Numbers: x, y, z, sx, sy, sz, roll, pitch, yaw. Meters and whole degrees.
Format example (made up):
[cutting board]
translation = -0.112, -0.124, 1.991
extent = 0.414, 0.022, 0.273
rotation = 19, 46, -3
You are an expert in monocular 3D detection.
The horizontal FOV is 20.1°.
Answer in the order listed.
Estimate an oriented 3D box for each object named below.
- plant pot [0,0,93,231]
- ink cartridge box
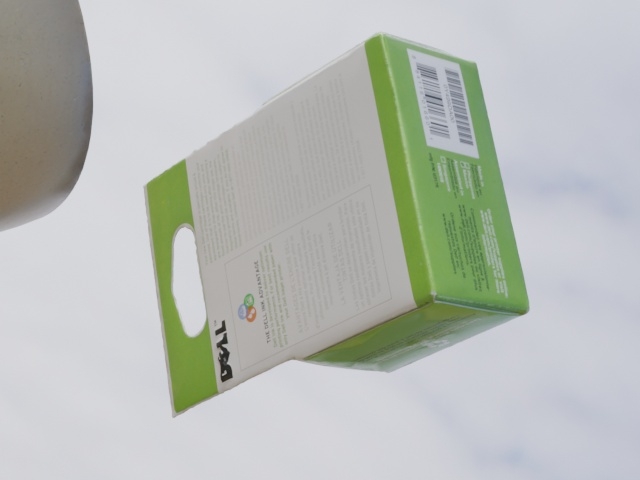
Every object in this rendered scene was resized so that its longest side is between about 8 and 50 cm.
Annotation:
[plant pot]
translation = -0.294, -0.110, 1.051
extent = 0.284, 0.191, 0.284
rotation = 27, -49, 37
[ink cartridge box]
translation = 0.000, 0.000, 1.233
extent = 0.097, 0.189, 0.255
rotation = 10, -28, -43
